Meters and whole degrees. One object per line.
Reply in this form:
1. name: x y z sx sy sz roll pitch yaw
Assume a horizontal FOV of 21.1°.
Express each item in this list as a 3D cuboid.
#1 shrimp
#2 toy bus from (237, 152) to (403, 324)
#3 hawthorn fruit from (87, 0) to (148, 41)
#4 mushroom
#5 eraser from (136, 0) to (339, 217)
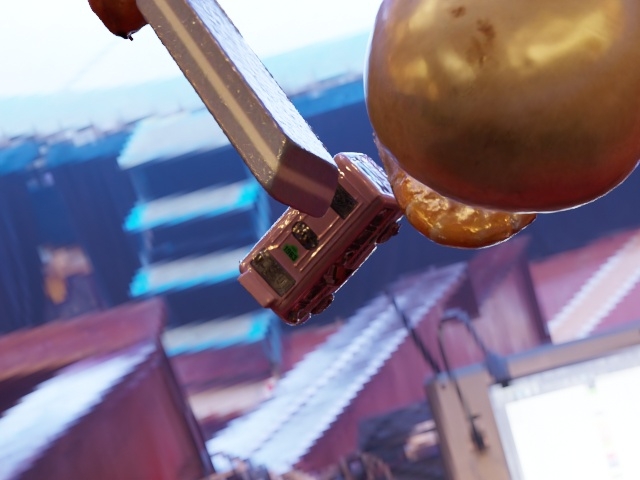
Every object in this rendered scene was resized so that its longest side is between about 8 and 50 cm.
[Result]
1. shrimp: 0.126 -0.081 1.701 0.150 0.068 0.249 -19 49 -19
2. toy bus: 0.000 0.000 1.904 0.199 0.096 0.108 -48 -17 13
3. hawthorn fruit: -0.150 -0.202 1.361 0.081 0.093 0.081 5 12 -1
4. mushroom: 0.129 -0.103 1.149 0.204 0.204 0.204 -14 28 8
5. eraser: -0.061 -0.112 1.237 0.036 0.082 0.225 -43 59 13
